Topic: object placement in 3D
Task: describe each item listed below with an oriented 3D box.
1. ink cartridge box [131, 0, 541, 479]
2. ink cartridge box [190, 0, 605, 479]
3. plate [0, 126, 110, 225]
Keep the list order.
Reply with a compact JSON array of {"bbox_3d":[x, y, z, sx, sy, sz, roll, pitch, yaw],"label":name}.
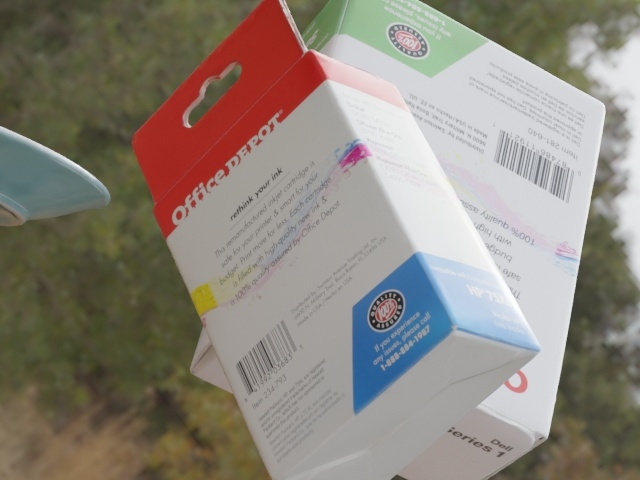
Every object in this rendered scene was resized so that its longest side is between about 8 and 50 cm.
[{"bbox_3d":[0.000,0.000,1.021,0.078,0.134,0.231,16,39,-47],"label":"ink cartridge box"},{"bbox_3d":[0.055,-0.004,1.262,0.201,0.278,0.117,27,-38,-15],"label":"ink cartridge box"},{"bbox_3d":[-0.179,-0.037,0.805,0.188,0.024,0.188,16,-10,3],"label":"plate"}]
